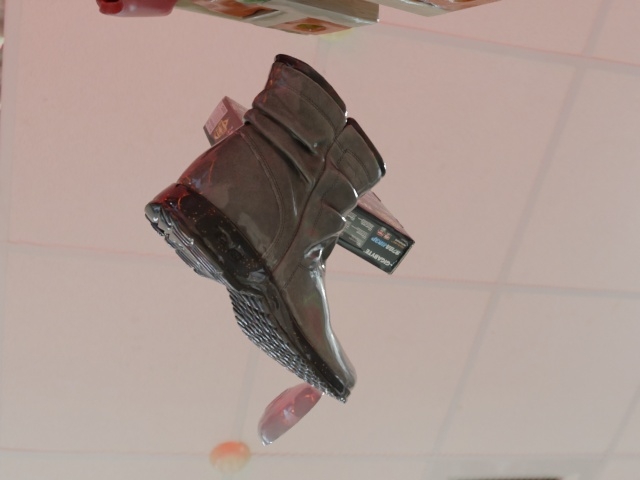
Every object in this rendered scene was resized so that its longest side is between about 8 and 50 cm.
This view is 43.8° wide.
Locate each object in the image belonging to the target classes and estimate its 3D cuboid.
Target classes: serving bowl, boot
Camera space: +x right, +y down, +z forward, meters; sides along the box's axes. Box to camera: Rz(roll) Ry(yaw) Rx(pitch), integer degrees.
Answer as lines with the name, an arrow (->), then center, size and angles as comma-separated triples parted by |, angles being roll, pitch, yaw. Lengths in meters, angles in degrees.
serving bowl -> -0.036, 0.173, 0.823 | 0.083, 0.083, 0.027 | -40, -90, 10
boot -> 0.000, 0.000, 0.581 | 0.161, 0.083, 0.246 | -49, -50, -18

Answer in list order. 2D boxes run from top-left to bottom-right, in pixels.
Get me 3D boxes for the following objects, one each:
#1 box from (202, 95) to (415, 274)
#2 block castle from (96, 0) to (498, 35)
box -> -0.016, -0.064, 0.886 | 0.220, 0.175, 0.051 | 30, -76, -28
block castle -> -0.012, -0.317, 0.541 | 0.213, 0.453, 0.303 | -2, -85, -43
